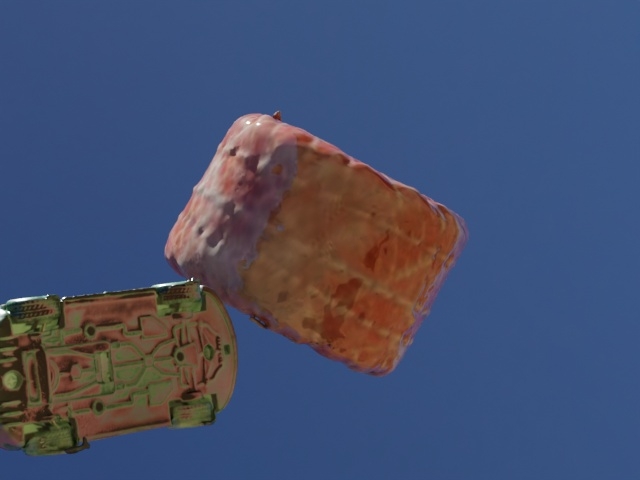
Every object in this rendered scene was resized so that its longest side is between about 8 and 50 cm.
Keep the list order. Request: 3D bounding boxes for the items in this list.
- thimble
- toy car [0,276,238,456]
[{"bbox_3d":[0.000,0.000,1.535,0.239,0.239,0.162,26,-88,-46],"label":"thimble"},{"bbox_3d":[-0.098,0.056,0.828,0.142,0.055,0.069,-5,-93,-47],"label":"toy car"}]
